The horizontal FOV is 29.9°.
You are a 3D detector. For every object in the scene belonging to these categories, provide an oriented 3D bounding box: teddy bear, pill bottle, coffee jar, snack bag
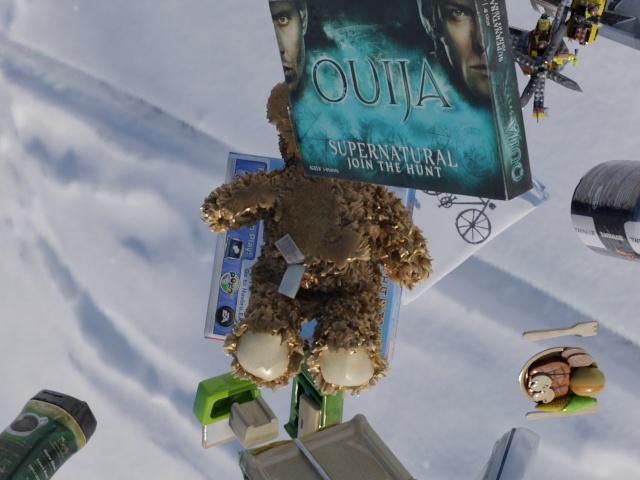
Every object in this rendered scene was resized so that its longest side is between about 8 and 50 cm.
[{"bbox_3d":[0.000,0.000,1.272,0.113,0.245,0.338,39,-141,-74],"label":"teddy bear"},{"bbox_3d":[0.417,-0.033,1.477,0.245,0.130,0.131,-159,54,-76],"label":"pill bottle"},{"bbox_3d":[-0.374,0.273,1.533,0.096,0.184,0.079,8,132,36],"label":"coffee jar"},{"bbox_3d":[0.166,-0.104,2.045,0.342,0.037,0.323,-39,91,26],"label":"snack bag"}]

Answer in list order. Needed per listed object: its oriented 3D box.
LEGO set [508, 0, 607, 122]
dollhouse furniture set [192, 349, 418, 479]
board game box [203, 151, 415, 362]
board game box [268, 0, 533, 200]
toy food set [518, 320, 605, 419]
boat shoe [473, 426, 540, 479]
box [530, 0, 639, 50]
[{"bbox_3d":[0.177,-0.307,1.371,0.331,0.192,0.255,24,105,3],"label":"LEGO set"},{"bbox_3d":[-0.023,0.310,1.597,0.301,0.197,0.151,47,142,43],"label":"dollhouse furniture set"},{"bbox_3d":[-0.016,0.028,1.938,0.301,0.086,0.308,9,91,12],"label":"board game box"},{"bbox_3d":[0.044,-0.095,0.740,0.186,0.026,0.126,10,118,49],"label":"board game box"},{"bbox_3d":[0.371,0.213,1.838,0.039,0.132,0.192,-94,-6,-54],"label":"toy food set"},{"bbox_3d":[0.164,0.393,1.592,0.156,0.136,0.367,24,108,15],"label":"boat shoe"},{"bbox_3d":[0.399,-0.371,1.528,0.183,0.056,0.231,26,88,21],"label":"box"}]
